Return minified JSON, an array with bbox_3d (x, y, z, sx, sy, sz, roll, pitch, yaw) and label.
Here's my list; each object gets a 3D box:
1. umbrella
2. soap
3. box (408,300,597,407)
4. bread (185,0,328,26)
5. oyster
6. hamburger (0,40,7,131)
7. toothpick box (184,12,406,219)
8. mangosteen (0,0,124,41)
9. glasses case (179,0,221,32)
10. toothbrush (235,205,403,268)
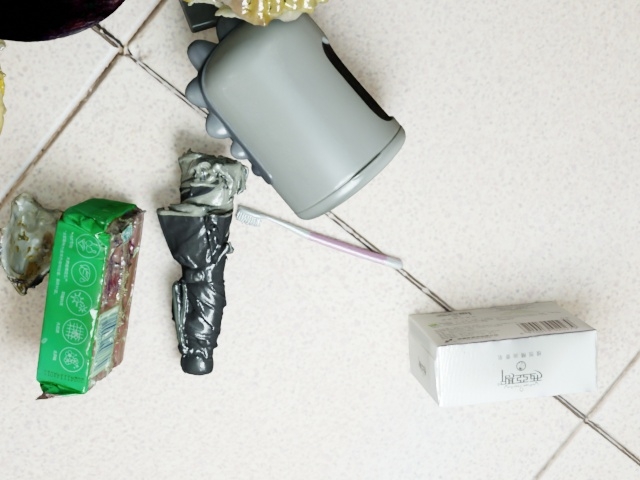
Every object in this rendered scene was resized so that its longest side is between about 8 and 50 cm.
[{"bbox_3d":[-0.186,0.040,1.682,0.113,0.106,0.358,13,104,33],"label":"umbrella"},{"bbox_3d":[-0.342,0.084,1.625,0.098,0.218,0.273,11,103,5],"label":"soap"},{"bbox_3d":[0.287,0.178,1.741,0.260,0.194,0.111,-7,101,-7],"label":"box"},{"bbox_3d":[-0.095,-0.420,1.533,0.274,0.274,0.149,-12,133,-7],"label":"bread"},{"bbox_3d":[-0.444,0.010,1.668,0.103,0.051,0.148,23,81,-9],"label":"oyster"},{"bbox_3d":[-0.580,-0.196,1.513,0.290,0.170,0.314,39,113,-11],"label":"hamburger"},{"bbox_3d":[-0.053,-0.200,1.611,0.229,0.229,0.316,-41,101,0],"label":"toothpick box"},{"bbox_3d":[-0.361,-0.459,1.433,0.382,0.435,0.382,14,115,32],"label":"mangosteen"},{"bbox_3d":[-0.119,-0.375,1.655,0.190,0.042,0.072,-18,95,-5],"label":"glasses case"},{"bbox_3d":[0.000,0.000,1.753,0.286,0.020,0.025,18,105,-11],"label":"toothbrush"}]
